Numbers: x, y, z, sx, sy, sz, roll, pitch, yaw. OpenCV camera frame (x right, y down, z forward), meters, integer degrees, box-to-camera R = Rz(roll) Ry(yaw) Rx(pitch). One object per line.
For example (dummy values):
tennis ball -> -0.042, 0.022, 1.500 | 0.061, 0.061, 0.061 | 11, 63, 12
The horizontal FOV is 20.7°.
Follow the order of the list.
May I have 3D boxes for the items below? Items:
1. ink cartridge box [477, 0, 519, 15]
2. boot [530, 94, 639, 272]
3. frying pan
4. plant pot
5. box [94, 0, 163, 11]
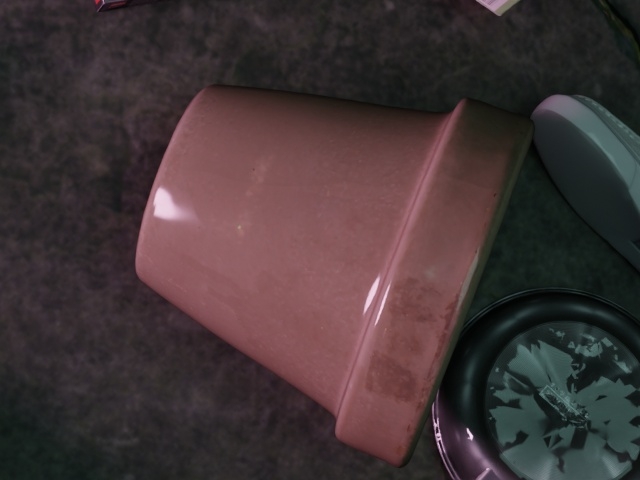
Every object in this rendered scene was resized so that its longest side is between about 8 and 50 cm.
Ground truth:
ink cartridge box -> 0.115, -0.312, 1.351 | 0.171, 0.056, 0.235 | 31, 54, -17
boot -> 0.281, -0.045, 1.376 | 0.258, 0.095, 0.123 | 48, 70, -17
frying pan -> 0.126, 0.154, 1.322 | 0.326, 0.053, 0.197 | -23, 78, -10
plant pot -> 0.000, 0.000, 1.221 | 0.229, 0.263, 0.263 | 20, 81, 3
box -> -0.076, -0.243, 1.305 | 0.207, 0.036, 0.114 | -11, 90, -16
